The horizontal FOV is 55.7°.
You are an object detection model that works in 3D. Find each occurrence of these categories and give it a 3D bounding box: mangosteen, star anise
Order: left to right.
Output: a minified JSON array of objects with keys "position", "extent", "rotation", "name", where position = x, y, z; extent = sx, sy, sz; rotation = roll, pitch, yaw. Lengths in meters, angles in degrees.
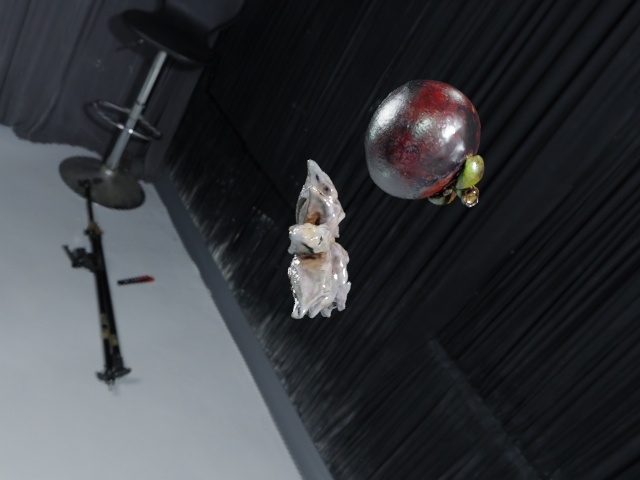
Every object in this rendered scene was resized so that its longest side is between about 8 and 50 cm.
[{"position":[0.000,0.000,0.703],"extent":[0.065,0.182,0.195],"rotation":[-3,-5,14],"name":"star anise"},{"position":[0.183,-0.162,1.032],"extent":[0.216,0.216,0.216],"rotation":[27,26,-14],"name":"mangosteen"}]
